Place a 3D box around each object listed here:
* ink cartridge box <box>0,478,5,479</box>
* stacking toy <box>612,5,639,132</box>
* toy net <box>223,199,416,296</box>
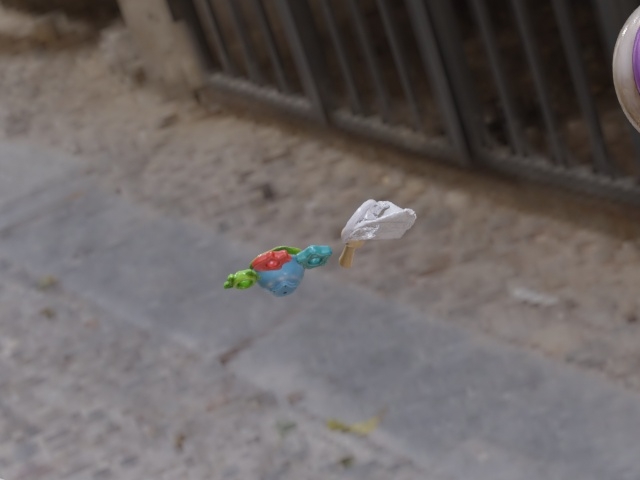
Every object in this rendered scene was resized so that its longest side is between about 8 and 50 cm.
[{"bbox_3d":[-0.374,0.340,1.954,0.100,0.172,0.237,-31,21,-30],"label":"ink cartridge box"},{"bbox_3d":[0.340,-0.152,1.348,0.141,0.141,0.330,-25,1,-14],"label":"stacking toy"},{"bbox_3d":[0.000,0.000,2.079,0.232,0.122,0.045,-30,61,28],"label":"toy net"}]
